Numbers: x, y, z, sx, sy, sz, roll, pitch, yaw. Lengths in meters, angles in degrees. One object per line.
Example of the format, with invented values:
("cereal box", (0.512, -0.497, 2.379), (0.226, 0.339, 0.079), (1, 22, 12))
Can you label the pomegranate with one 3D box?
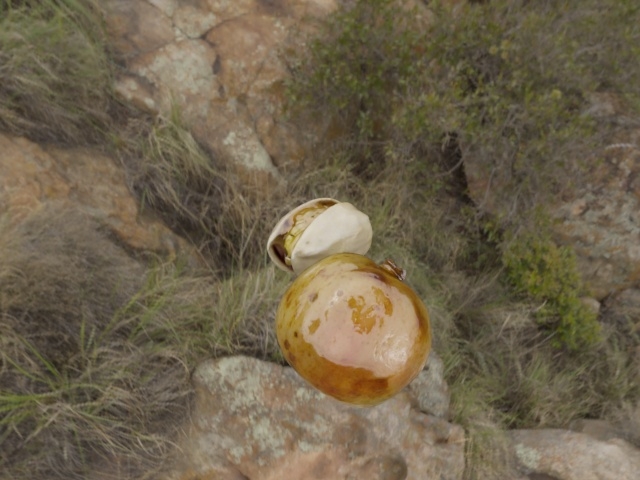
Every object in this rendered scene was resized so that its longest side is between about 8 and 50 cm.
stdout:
("pomegranate", (0.052, 0.118, 0.912), (0.216, 0.215, 0.215), (0, 58, 0))

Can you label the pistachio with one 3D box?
("pistachio", (0.000, 0.000, 1.256), (0.230, 0.157, 0.157), (-17, 54, -47))
